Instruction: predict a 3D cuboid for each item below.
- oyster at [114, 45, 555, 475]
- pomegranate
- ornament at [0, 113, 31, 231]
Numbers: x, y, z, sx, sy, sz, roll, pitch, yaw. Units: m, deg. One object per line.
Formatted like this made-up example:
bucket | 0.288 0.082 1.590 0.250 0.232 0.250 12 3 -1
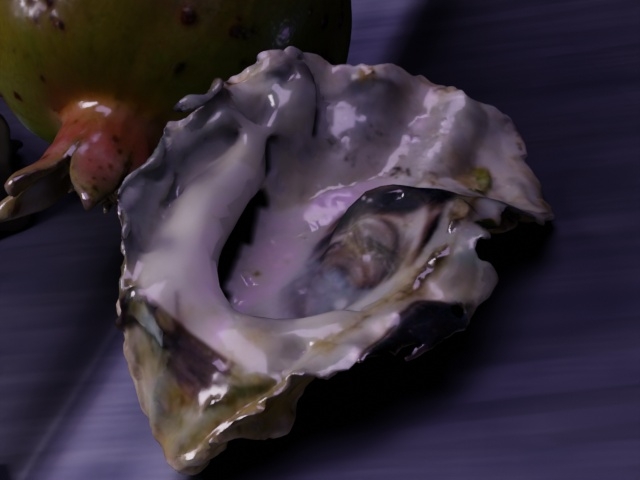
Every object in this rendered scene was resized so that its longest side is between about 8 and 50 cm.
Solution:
oyster | 0.000 0.001 0.882 0.238 0.115 0.351 27 59 13
pomegranate | -0.118 -0.137 1.044 0.291 0.291 0.323 -4 76 15
ornament | -0.378 -0.067 1.149 0.251 0.106 0.260 -16 25 -14
